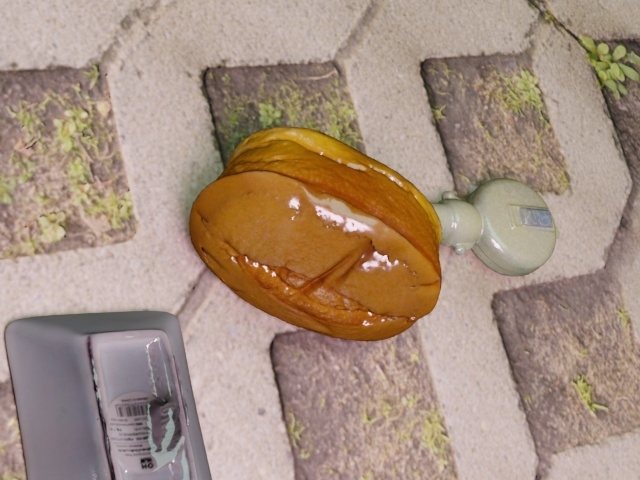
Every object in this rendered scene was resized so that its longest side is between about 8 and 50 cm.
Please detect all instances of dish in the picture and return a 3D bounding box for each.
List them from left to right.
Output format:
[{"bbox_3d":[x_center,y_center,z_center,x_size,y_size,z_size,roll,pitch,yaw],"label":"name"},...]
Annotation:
[{"bbox_3d":[-0.180,0.171,1.150,0.182,0.080,0.243,-1,67,-34],"label":"dish"}]

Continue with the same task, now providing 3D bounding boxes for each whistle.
[{"bbox_3d":[0.193,-0.021,1.504,0.258,0.067,0.126,4,63,-29],"label":"whistle"}]

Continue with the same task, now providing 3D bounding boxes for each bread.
[{"bbox_3d":[0.000,0.000,1.286,0.270,0.195,0.142,31,46,-11],"label":"bread"}]
